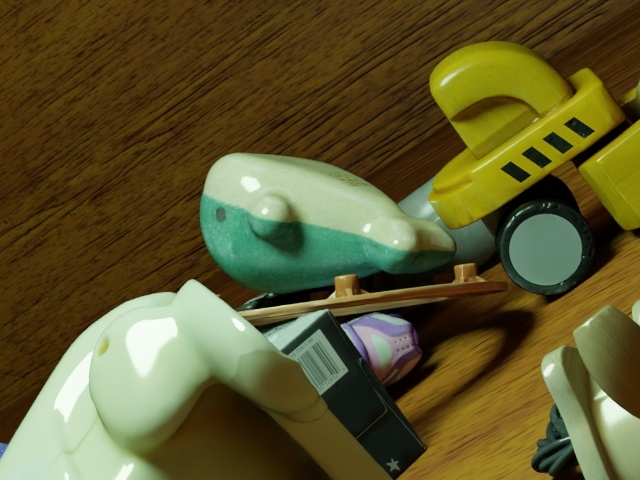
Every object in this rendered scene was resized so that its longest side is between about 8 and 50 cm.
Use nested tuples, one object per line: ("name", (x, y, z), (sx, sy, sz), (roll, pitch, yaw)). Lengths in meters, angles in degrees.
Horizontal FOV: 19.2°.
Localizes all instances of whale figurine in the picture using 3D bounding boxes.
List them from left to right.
("whale figurine", (0.000, 0.000, 1.925), (0.272, 0.141, 0.216), (19, 10, 32))

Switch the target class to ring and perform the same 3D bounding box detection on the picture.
("ring", (0.013, 0.056, 1.825), (0.336, 0.032, 0.336), (-7, -3, 0))

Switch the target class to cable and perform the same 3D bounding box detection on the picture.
("cable", (0.225, 0.111, 1.371), (0.150, 0.047, 0.184), (-37, 8, 33))

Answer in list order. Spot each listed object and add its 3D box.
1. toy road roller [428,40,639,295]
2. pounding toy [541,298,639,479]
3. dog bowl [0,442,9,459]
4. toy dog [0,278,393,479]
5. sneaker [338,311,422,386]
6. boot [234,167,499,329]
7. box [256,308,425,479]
("toy road roller", (0.250, -0.120, 1.871), (0.329, 0.240, 0.202), (-35, 8, 8))
("pounding toy", (0.233, 0.095, 1.084), (0.155, 0.154, 0.269), (-33, -11, 22))
("dog bowl", (-0.281, 0.305, 1.568), (0.265, 0.265, 0.104), (-33, 6, 24))
("toy dog", (-0.177, 0.229, 1.310), (0.408, 0.284, 0.395), (-46, 45, -9))
("sneaker", (0.047, 0.116, 1.948), (0.104, 0.095, 0.236), (-22, 0, -9))
("boot", (0.068, 0.025, 2.091), (0.338, 0.118, 0.222), (-45, -17, 30))
("box", (-0.066, 0.197, 1.646), (0.247, 0.163, 0.142), (-40, 10, -27))
